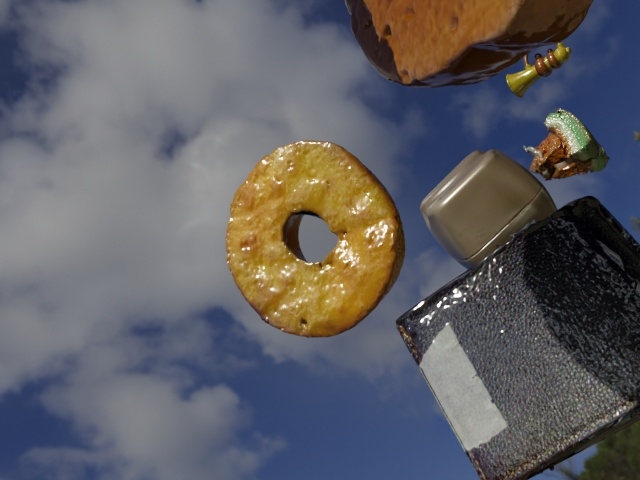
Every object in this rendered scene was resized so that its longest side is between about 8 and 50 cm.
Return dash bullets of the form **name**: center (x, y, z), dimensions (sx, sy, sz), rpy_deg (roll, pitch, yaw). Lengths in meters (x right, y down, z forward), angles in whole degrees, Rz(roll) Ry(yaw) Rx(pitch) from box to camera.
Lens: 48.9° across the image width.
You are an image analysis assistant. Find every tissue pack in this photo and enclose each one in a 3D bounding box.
- **tissue pack**: center (0.411, -0.056, 1.704), dimensions (0.267, 0.277, 0.387), rpy_deg (-42, 1, 6)

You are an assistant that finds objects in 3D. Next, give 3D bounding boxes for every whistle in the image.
- **whistle**: center (0.359, -0.290, 1.157), dimensions (0.046, 0.057, 0.109), rpy_deg (24, -45, -34)

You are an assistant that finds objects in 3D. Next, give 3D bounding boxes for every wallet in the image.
- **wallet**: center (0.234, 0.102, 0.720), dimensions (0.262, 0.221, 0.071), rpy_deg (-33, -34, 7)

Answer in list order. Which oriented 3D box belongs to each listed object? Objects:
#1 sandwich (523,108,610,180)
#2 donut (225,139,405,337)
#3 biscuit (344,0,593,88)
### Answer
- **sandwich**: center (0.583, -0.213, 1.702), dimensions (0.160, 0.185, 0.109), rpy_deg (-41, -54, 13)
- **donut**: center (0.000, 0.000, 1.086), dimensions (0.303, 0.303, 0.110), rpy_deg (-45, -22, 18)
- **biscuit**: center (0.082, -0.326, 0.434), dimensions (0.078, 0.350, 0.456), rpy_deg (-7, -63, -20)
